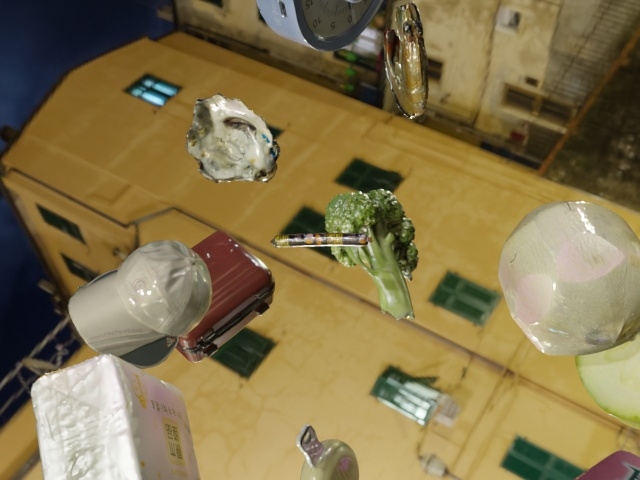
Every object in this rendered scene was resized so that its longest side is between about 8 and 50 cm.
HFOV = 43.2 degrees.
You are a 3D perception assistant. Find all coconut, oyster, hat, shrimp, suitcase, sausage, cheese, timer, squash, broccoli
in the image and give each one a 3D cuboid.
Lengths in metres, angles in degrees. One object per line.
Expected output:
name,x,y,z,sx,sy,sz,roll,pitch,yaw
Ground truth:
coconut,0.385,0.068,1.207,0.230,0.227,0.227,-97,6,-45
oyster,-0.194,-0.229,1.817,0.083,0.214,0.223,-93,11,-53
hat,-0.337,0.102,1.523,0.275,0.232,0.161,-22,-32,-26
shrimp,0.174,-0.376,1.686,0.058,0.173,0.253,-19,-60,-14
suitcase,-0.281,0.136,2.010,0.297,0.236,0.161,-38,-27,-23
sausage,0.000,0.000,1.488,0.025,0.198,0.028,62,-148,-55
cheese,0.005,0.400,1.426,0.137,0.064,0.227,-60,-37,-35
timer,0.030,-0.591,1.783,0.395,0.173,0.395,-39,-37,-37
squash,0.508,0.158,1.215,0.049,0.252,0.252,33,-98,-33
broccoli,0.122,0.031,1.833,0.254,0.186,0.302,-16,-88,-65

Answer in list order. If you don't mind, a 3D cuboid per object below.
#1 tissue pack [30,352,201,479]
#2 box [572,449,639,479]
tissue pack,-0.238,0.257,0.986,0.225,0.124,0.185,63,-169,-67
box,0.271,0.429,0.920,0.190,0.112,0.369,-9,-56,-44
